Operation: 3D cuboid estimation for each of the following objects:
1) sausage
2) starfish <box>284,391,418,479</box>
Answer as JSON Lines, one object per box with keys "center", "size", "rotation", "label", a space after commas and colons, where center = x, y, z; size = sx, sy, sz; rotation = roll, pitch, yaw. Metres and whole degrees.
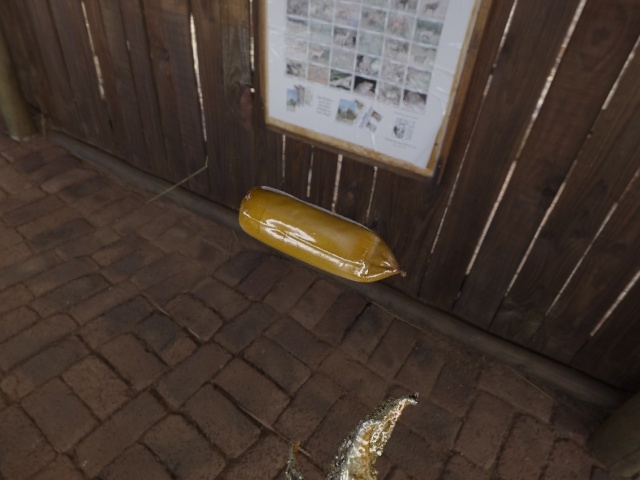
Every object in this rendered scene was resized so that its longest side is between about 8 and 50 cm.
{"center": [0.004, -0.004, 0.758], "size": [0.328, 0.112, 0.112], "rotation": [24, 40, 12], "label": "sausage"}
{"center": [0.022, 0.292, 0.464], "size": [0.084, 0.293, 0.301], "rotation": [25, 28, -4], "label": "starfish"}
